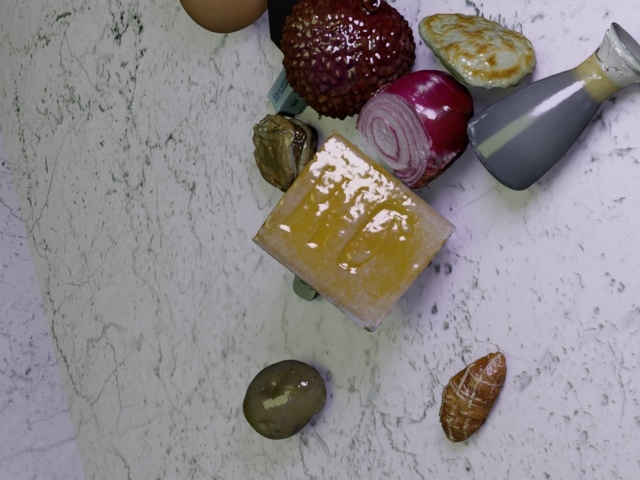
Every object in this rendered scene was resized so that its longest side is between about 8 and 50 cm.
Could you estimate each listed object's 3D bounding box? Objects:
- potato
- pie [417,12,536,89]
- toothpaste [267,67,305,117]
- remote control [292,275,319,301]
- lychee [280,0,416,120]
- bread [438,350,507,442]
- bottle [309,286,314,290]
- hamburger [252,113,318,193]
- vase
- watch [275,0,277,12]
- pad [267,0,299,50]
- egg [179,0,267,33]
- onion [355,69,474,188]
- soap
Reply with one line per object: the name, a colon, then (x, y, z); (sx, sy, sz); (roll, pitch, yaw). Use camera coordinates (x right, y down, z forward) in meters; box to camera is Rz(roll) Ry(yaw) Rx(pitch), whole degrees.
potato: (-0.089, 0.393, 2.068); (0.235, 0.160, 0.177); (-28, 92, 29)
pie: (0.310, -0.371, 1.640); (0.089, 0.201, 0.248); (96, 151, -43)
toothpaste: (-0.024, -0.450, 2.087); (0.312, 0.071, 0.089); (-53, 49, 33)
remote control: (0.000, 0.000, 2.063); (0.090, 0.038, 0.309); (31, 111, 44)
lychee: (0.055, -0.418, 1.832); (0.306, 0.306, 0.330); (63, 143, 28)
bread: (0.299, 0.319, 1.695); (0.105, 0.076, 0.233); (45, 119, 37)
bottle: (0.045, 0.041, 1.941); (0.236, 0.148, 0.147); (-53, 52, 42)
hamburger: (-0.078, -0.220, 2.114); (0.183, 0.130, 0.206); (27, 127, 47)
vase: (0.437, -0.242, 1.507); (0.321, 0.173, 0.173); (-38, 61, 34)
watch: (-0.038, -0.624, 1.998); (0.268, 0.165, 0.102); (92, 157, -64)
pad: (-0.086, -0.529, 1.990); (0.163, 0.004, 0.243); (52, 160, 29)
egg: (-0.241, -0.729, 2.160); (0.301, 0.301, 0.373); (19, 104, 47)
onion: (0.219, -0.250, 1.687); (0.216, 0.207, 0.206); (50, 141, 10)
soap: (0.066, -0.015, 1.742); (0.335, 0.156, 0.293); (40, 87, 3)
